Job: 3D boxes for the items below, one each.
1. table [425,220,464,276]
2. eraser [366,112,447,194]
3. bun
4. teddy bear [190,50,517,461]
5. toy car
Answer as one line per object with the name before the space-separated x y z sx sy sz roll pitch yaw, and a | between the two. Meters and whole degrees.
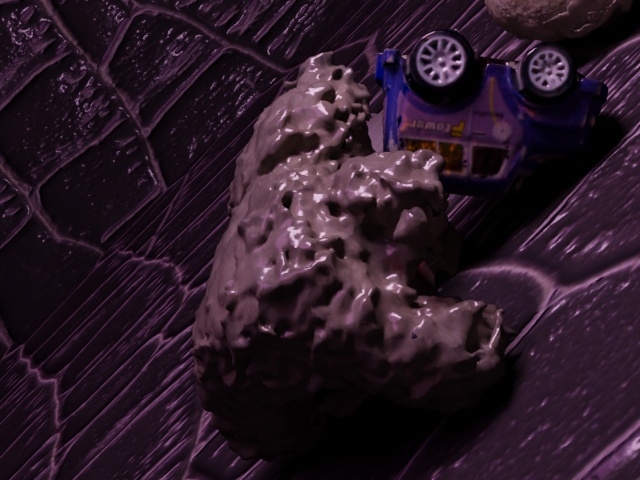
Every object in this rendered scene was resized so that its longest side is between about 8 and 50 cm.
table | 0.100 0.002 1.232 0.062 0.083 0.079 -35 18 30
eraser | 0.076 -0.104 1.515 0.077 0.111 0.352 -49 16 -4
bun | 0.316 -0.323 1.397 0.239 0.141 0.239 -39 11 9
teddy bear | 0.007 -0.002 1.091 0.357 0.224 0.367 -31 41 48
toy car | 0.169 -0.123 1.184 0.172 0.235 0.158 -19 -64 -82
